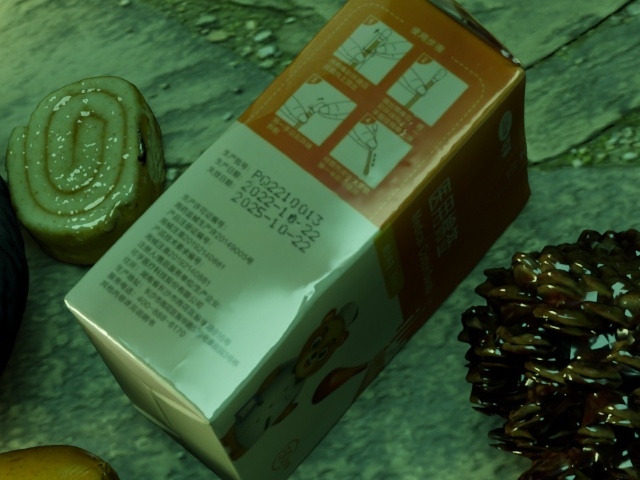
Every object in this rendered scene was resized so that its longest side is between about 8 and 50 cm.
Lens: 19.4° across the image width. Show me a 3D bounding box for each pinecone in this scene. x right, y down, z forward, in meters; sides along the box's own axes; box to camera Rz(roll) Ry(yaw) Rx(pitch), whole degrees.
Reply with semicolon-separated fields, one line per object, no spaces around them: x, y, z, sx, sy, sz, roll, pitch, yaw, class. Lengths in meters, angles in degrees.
0.199;0.093;1.306;0.221;0.221;0.221;-3;64;7;pinecone

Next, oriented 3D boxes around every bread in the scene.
-0.189;-0.058;1.501;0.122;0.073;0.149;-7;63;7;bread

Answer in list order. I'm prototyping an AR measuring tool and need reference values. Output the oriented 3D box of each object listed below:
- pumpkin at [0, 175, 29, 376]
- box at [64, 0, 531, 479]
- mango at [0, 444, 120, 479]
-0.370;-0.012;1.349;0.266;0.363;0.363;-21;63;7;pumpkin
0.000;0.000;1.361;0.143;0.225;0.341;36;75;20;box
-0.247;0.240;1.339;0.252;0.126;0.154;-28;75;2;mango
